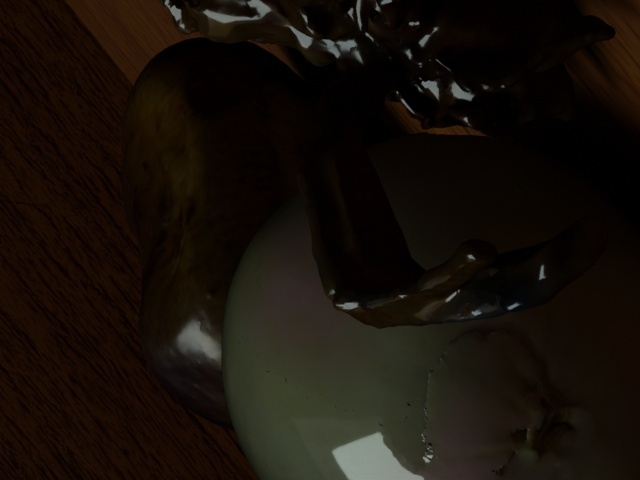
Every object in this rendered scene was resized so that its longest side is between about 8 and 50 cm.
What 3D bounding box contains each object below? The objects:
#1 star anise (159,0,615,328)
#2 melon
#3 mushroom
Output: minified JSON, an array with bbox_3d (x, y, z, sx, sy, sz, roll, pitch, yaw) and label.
[{"bbox_3d":[0.021,-0.090,0.691,0.237,0.148,0.346,54,-176,-46],"label":"star anise"},{"bbox_3d":[0.063,0.058,0.878,0.223,0.223,0.317,53,175,-12],"label":"melon"},{"bbox_3d":[0.000,0.000,1.335,0.345,0.260,0.345,50,-156,-32],"label":"mushroom"}]
